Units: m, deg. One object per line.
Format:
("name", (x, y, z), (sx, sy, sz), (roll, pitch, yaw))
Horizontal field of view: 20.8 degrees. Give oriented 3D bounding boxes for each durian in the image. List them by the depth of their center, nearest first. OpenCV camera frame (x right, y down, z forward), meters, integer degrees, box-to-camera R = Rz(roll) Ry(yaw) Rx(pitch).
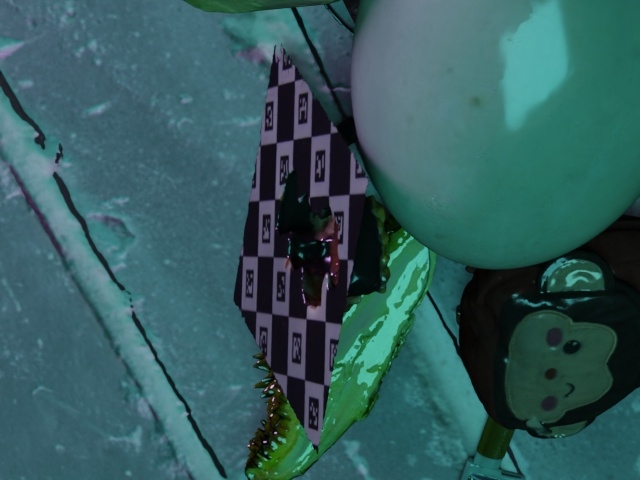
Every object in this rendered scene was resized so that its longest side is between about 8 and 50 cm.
("durian", (0.005, 0.104, 1.595), (0.132, 0.107, 0.375), (26, 114, -9))

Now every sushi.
("sushi", (0.000, 0.000, 1.470), (0.050, 0.290, 0.264), (1, 115, -19))

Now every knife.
("knife", (0.166, 0.235, 1.685), (0.061, 0.027, 0.343), (15, 115, -6))

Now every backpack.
("backpack", (0.229, 0.062, 1.524), (0.229, 0.139, 0.229), (-11, 135, -12))

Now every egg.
("egg", (0.166, -0.163, 1.360), (0.276, 0.276, 0.389), (15, 109, -1))

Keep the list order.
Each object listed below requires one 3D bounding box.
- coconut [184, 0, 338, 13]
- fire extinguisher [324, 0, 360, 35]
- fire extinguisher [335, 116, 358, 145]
("coconut", (-0.048, -0.283, 1.369), (0.235, 0.204, 0.236), (3, 104, 13))
("fire extinguisher", (0.044, -0.189, 1.494), (0.078, 0.045, 0.157), (-13, 116, 35))
("fire extinguisher", (0.001, -0.077, 1.557), (0.083, 0.028, 0.022), (-36, 138, 19))
